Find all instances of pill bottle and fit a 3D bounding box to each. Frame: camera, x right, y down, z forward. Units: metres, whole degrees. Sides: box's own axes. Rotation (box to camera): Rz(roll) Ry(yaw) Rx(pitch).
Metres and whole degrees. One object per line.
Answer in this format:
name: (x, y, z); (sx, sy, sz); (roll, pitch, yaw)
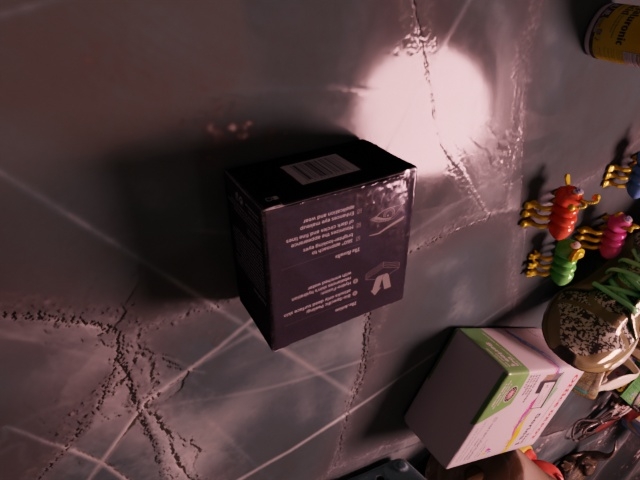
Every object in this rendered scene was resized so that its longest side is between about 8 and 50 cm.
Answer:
pill bottle: (0.381, -0.236, 0.559); (0.065, 0.116, 0.065); (-18, 127, -25)

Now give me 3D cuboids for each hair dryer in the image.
hair dryer: (0.883, 0.514, 1.452); (0.294, 0.080, 0.223); (14, 124, -33)

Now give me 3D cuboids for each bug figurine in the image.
bug figurine: (0.441, -0.037, 0.765); (0.279, 0.072, 0.216); (-23, 130, -21)

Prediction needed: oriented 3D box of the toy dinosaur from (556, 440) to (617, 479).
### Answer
toy dinosaur: (0.808, 0.725, 1.515); (0.160, 0.121, 0.313); (16, 105, -53)

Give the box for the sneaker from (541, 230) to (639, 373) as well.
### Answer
sneaker: (0.542, 0.058, 0.831); (0.410, 0.158, 0.182); (-35, 144, -21)

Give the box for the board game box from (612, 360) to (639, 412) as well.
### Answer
board game box: (0.834, 0.369, 1.240); (0.136, 0.030, 0.260); (-51, 133, 6)

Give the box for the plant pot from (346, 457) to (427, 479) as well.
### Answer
plant pot: (0.121, 0.539, 0.819); (0.248, 0.247, 0.252); (-7, 108, -31)

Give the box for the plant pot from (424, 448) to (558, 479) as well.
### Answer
plant pot: (0.347, 0.539, 0.950); (0.323, 0.323, 0.280); (-34, 117, -11)

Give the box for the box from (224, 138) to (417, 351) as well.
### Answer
box: (0.000, 0.000, 0.470); (0.156, 0.093, 0.158); (-17, 126, -25)

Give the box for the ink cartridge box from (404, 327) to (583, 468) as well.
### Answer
ink cartridge box: (0.314, 0.267, 0.846); (0.278, 0.117, 0.201); (9, 113, -39)

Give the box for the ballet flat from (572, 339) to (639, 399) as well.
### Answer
ballet flat: (0.703, 0.259, 1.111); (0.349, 0.123, 0.123); (-24, 130, -20)

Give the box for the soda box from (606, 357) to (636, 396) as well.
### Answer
soda box: (0.846, 0.367, 1.313); (0.216, 0.069, 0.073); (5, 116, -37)

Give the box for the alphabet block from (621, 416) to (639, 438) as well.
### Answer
alphabet block: (1.141, 0.577, 1.570); (0.197, 0.193, 0.192); (-42, 135, -4)

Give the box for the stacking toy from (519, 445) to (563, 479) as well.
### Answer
stacking toy: (0.490, 0.691, 1.187); (0.280, 0.130, 0.308); (-36, 128, -27)
